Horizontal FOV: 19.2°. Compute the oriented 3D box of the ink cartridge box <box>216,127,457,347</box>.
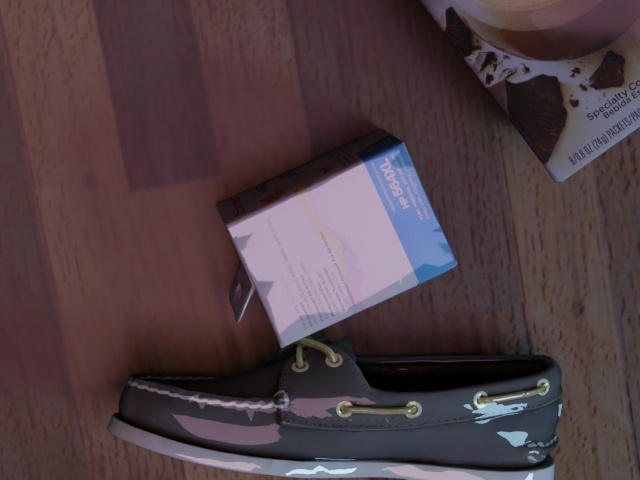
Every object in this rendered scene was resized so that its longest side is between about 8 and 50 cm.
[{"bbox_3d":[0.000,0.000,1.229,0.143,0.092,0.090,-25,101,-3],"label":"ink cartridge box"}]

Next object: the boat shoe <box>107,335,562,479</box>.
[{"bbox_3d":[0.014,0.107,1.245,0.305,0.109,0.091,7,98,-14],"label":"boat shoe"}]

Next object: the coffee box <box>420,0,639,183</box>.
[{"bbox_3d":[0.125,-0.209,1.182,0.168,0.119,0.297,-36,102,13],"label":"coffee box"}]
